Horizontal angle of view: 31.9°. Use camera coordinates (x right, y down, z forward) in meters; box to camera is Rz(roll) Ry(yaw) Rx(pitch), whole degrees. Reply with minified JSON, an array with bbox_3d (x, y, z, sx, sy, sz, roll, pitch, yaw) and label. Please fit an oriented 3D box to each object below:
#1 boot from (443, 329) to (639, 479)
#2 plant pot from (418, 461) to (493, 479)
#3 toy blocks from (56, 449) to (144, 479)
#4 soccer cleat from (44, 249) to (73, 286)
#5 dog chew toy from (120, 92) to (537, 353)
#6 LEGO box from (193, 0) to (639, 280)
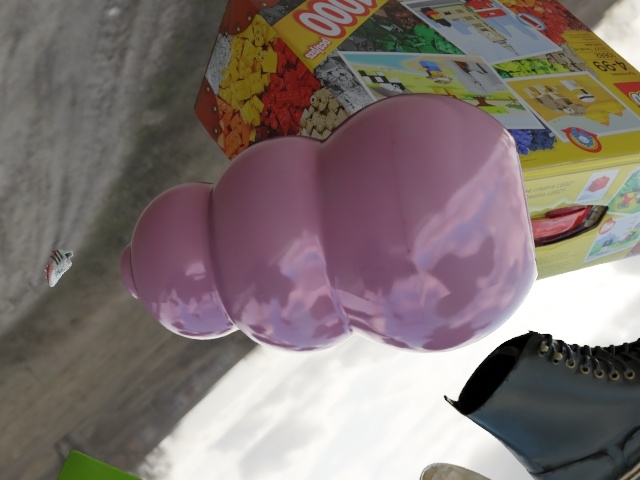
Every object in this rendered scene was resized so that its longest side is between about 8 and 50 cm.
[{"bbox_3d":[0.188,0.075,0.695,0.198,0.137,0.077,-50,-162,6],"label":"boot"},{"bbox_3d":[0.178,0.294,1.018,0.032,0.236,0.236,-54,177,13],"label":"plant pot"},{"bbox_3d":[-0.186,0.234,0.651,0.261,0.381,0.190,115,-2,-65],"label":"toy blocks"},{"bbox_3d":[-0.423,0.043,1.811,0.036,0.029,0.083,-3,-143,3],"label":"soccer cleat"},{"bbox_3d":[0.000,0.000,0.899,0.332,0.206,0.206,-10,-173,11],"label":"dog chew toy"},{"bbox_3d":[0.161,-0.134,1.338,0.500,0.372,0.193,-11,138,-37],"label":"LEGO box"}]
